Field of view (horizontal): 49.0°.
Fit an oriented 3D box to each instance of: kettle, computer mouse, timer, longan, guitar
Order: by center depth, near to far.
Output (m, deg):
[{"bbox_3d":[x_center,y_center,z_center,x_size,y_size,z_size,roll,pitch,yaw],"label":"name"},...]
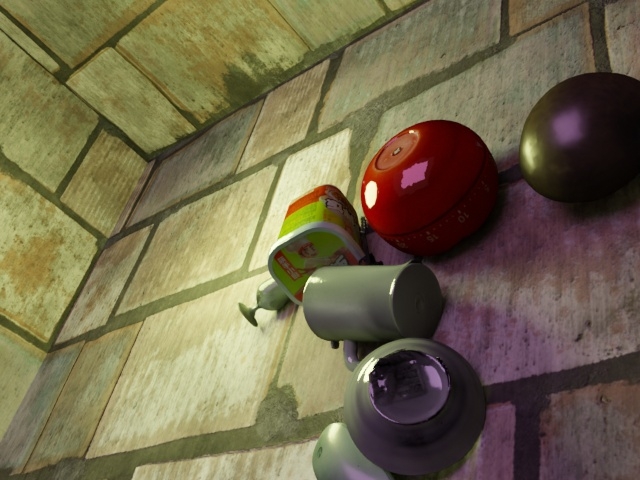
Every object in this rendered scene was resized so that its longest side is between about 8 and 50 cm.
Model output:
[{"bbox_3d":[0.061,0.516,1.526,0.159,0.097,0.288,-61,30,11],"label":"computer mouse"},{"bbox_3d":[0.614,-0.239,1.605,0.350,0.288,0.288,-40,30,-7],"label":"longan"},{"bbox_3d":[0.120,0.184,1.787,0.318,0.205,0.265,-5,47,45],"label":"kettle"},{"bbox_3d":[0.287,-0.151,1.902,0.378,0.279,0.378,-34,30,23],"label":"timer"},{"bbox_3d":[0.134,0.044,1.924,0.088,0.233,0.025,4,23,39],"label":"guitar"}]

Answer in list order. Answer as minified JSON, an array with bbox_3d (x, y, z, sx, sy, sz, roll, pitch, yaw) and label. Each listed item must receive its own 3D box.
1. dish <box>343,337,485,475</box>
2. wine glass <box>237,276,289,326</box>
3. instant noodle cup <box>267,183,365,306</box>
[{"bbox_3d":[0.192,0.327,1.487,0.316,0.106,0.316,-7,53,10],"label":"dish"},{"bbox_3d":[-0.146,0.165,2.230,0.231,0.103,0.103,-40,31,6],"label":"wine glass"},{"bbox_3d":[0.000,0.000,2.115,0.294,0.294,0.308,-33,26,22],"label":"instant noodle cup"}]
